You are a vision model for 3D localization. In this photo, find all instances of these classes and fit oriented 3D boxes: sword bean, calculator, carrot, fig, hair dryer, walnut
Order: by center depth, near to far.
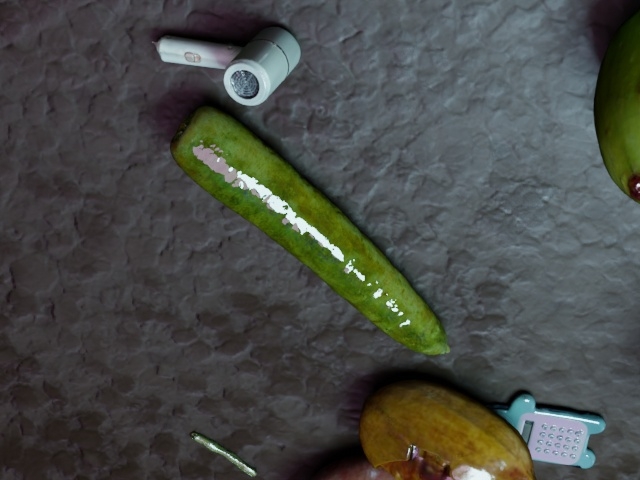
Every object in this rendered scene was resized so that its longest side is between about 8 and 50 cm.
[{"bbox_3d":[0.336,-0.110,1.579,0.203,0.225,0.203,19,139,18],"label":"fig"},{"bbox_3d":[-0.096,-0.168,1.686,0.137,0.082,0.047,11,123,19],"label":"hair dryer"},{"bbox_3d":[0.000,0.000,1.772,0.358,0.074,0.074,41,117,-18],"label":"carrot"},{"bbox_3d":[0.132,0.212,1.843,0.207,0.116,0.115,24,123,16],"label":"walnut"},{"bbox_3d":[0.220,0.199,1.891,0.141,0.019,0.094,10,125,1],"label":"calculator"},{"bbox_3d":[-0.103,0.228,1.954,0.083,0.012,0.012,34,119,-11],"label":"sword bean"}]

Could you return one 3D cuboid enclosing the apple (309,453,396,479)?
[{"bbox_3d":[0.048,0.301,1.914,0.153,0.120,0.153,4,122,6],"label":"apple"}]
